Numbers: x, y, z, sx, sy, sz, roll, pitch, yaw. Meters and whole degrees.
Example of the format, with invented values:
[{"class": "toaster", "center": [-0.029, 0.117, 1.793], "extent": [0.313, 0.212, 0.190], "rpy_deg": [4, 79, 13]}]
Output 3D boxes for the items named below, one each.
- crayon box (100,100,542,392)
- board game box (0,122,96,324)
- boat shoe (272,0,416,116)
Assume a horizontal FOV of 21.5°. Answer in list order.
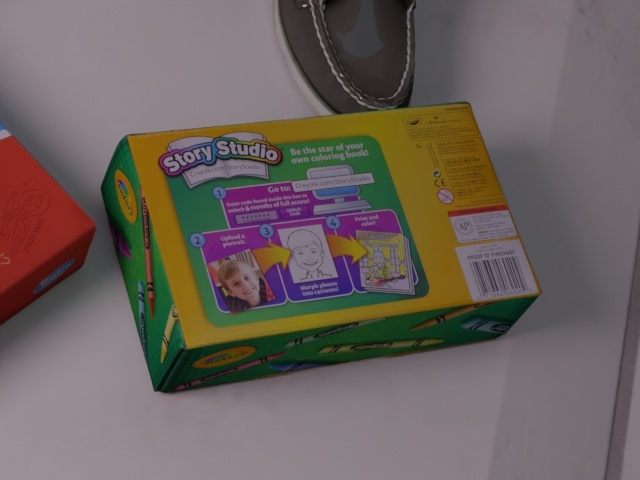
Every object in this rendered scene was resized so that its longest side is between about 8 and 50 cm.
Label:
[{"class": "crayon box", "center": [0.000, 0.000, 1.202], "extent": [0.278, 0.081, 0.165], "rpy_deg": [-7, 65, -23]}, {"class": "board game box", "center": [-0.342, 0.003, 1.085], "extent": [0.242, 0.064, 0.316], "rpy_deg": [46, 57, 8]}, {"class": "boat shoe", "center": [0.020, -0.225, 1.329], "extent": [0.109, 0.091, 0.305], "rpy_deg": [0, 62, -20]}]
